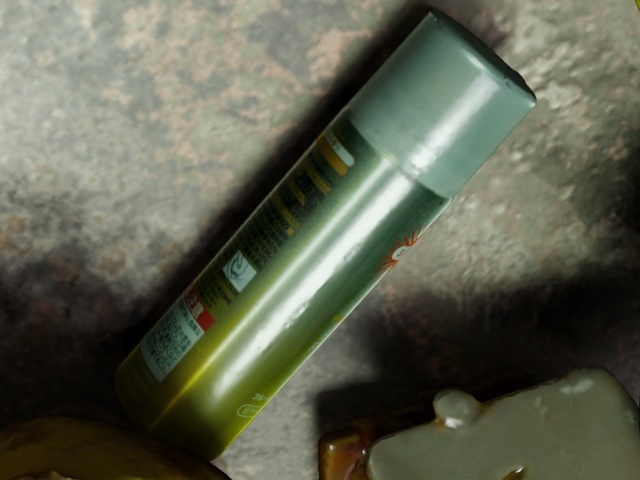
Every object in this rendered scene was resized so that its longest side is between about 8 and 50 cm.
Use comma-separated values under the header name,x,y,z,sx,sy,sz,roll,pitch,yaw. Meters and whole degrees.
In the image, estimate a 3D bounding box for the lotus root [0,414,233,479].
name,x,y,z,sx,sy,sz,roll,pitch,yaw
lotus root,-0.123,0.198,0.831,0.193,0.193,0.291,-16,158,-9

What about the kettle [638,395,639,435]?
name,x,y,z,sx,sy,sz,roll,pitch,yaw
kettle,0.331,0.050,0.897,0.207,0.268,0.290,-23,180,40

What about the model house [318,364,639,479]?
name,x,y,z,sx,sy,sz,roll,pitch,yaw
model house,0.116,0.189,0.961,0.199,0.219,0.229,-22,169,-20

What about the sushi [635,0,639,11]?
name,x,y,z,sx,sy,sz,roll,pitch,yaw
sushi,0.185,-0.250,0.568,0.240,0.396,0.351,5,127,-22

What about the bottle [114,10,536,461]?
name,x,y,z,sx,sy,sz,roll,pitch,yaw
bottle,0.000,0.000,0.858,0.082,0.082,0.286,32,107,-33
